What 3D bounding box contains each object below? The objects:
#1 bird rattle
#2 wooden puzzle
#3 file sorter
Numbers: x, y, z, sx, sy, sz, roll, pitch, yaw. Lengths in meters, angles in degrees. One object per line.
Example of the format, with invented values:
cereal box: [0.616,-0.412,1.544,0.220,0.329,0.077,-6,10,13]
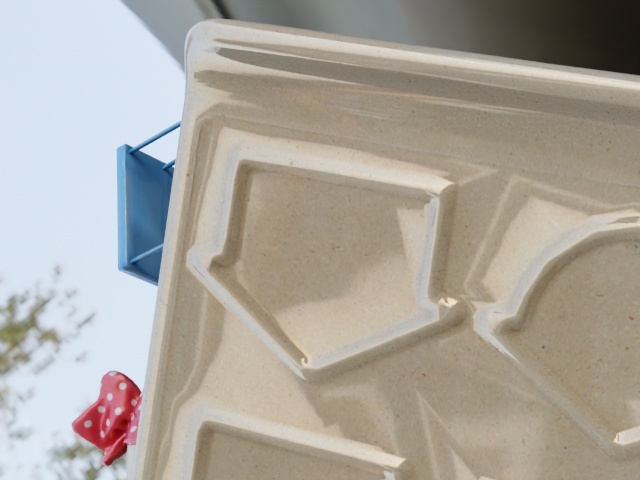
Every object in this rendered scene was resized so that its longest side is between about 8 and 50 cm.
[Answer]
bird rattle: [-0.149,0.205,1.602,0.143,0.253,0.207,29,-59,-23]
wooden puzzle: [0.069,0.090,0.721,0.080,0.322,0.348,-14,-67,-63]
file sorter: [-0.076,-0.018,1.347,0.104,0.118,0.170,-26,-35,33]
